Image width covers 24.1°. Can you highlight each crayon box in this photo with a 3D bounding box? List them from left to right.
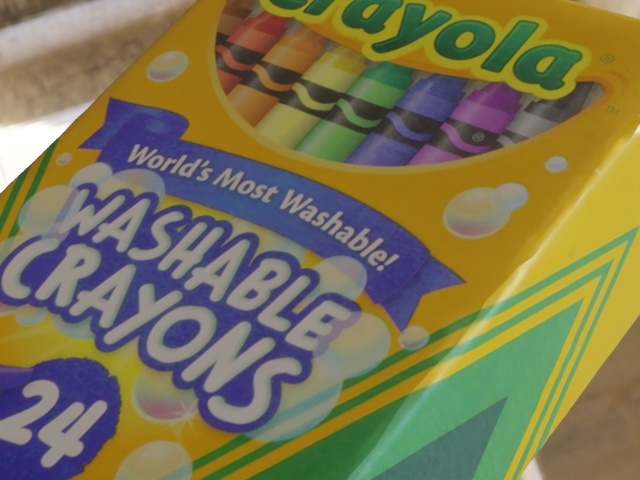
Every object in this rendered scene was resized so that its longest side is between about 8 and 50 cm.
[{"bbox_3d":[0.000,0.000,0.538,0.323,0.203,0.083,-48,140,-23],"label":"crayon box"}]
